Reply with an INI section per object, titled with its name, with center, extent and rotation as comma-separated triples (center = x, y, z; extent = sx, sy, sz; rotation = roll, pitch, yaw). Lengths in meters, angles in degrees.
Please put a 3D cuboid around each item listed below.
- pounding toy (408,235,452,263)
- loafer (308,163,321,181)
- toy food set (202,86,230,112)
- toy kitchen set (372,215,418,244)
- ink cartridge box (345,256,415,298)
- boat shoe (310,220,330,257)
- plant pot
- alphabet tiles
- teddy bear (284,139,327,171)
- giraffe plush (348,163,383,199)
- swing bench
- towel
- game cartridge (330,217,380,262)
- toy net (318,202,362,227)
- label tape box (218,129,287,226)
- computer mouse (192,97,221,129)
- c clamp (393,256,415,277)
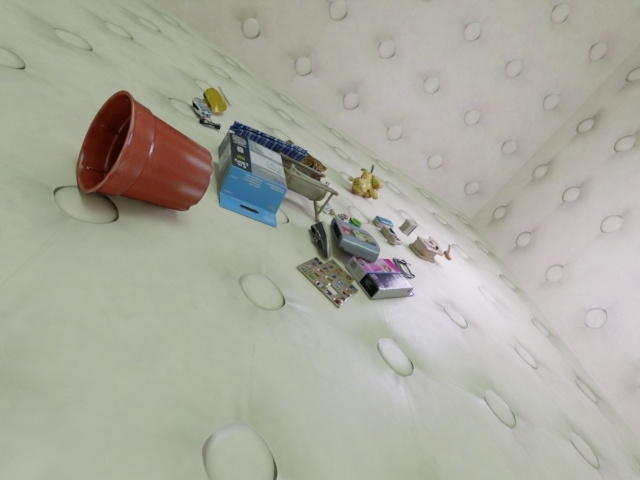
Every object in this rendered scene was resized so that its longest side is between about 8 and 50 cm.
[pounding toy]
center = 0.640, 0.022, 2.332
extent = 0.269, 0.155, 0.154
rotation = 18, 35, -38
[loafer]
center = -0.021, -0.306, 2.013
extent = 0.080, 0.078, 0.220
rotation = 44, -1, 16
[toy food set]
center = -0.543, -0.699, 2.080
extent = 0.128, 0.071, 0.218
rotation = 57, 21, -18
[toy kitchen set]
center = 0.412, -0.087, 2.192
extent = 0.122, 0.166, 0.207
rotation = 15, 33, -42
[ink cartridge box]
center = 0.270, 0.154, 1.701
extent = 0.370, 0.069, 0.176
rotation = 9, 37, -52
[boat shoe]
center = 0.000, 0.000, 1.615
extent = 0.064, 0.075, 0.206
rotation = -9, 39, -2
[plant pot]
center = -0.457, -0.212, 1.111
extent = 0.265, 0.272, 0.272
rotation = 23, 27, -48
[alphabet tiles]
center = 0.038, 0.134, 1.471
extent = 0.198, 0.009, 0.237
rotation = 43, 24, 11
[teddy bear]
center = -0.103, -0.422, 2.172
extent = 0.338, 0.113, 0.245
rotation = 42, 16, 28
[giraffe plush]
center = 0.255, -0.329, 2.429
extent = 0.181, 0.211, 0.170
rotation = 18, 35, 38
[swing bench]
center = -0.096, -0.249, 1.772
extent = 0.253, 0.165, 0.255
rotation = 20, 29, -35
[towel]
center = -0.241, -0.400, 1.781
extent = 0.335, 0.040, 0.243
rotation = 19, -12, -16
[game cartridge]
center = 0.150, -0.005, 1.739
extent = 0.195, 0.060, 0.294
rotation = 27, 16, -15
[toy net]
center = 0.094, -0.132, 1.975
extent = 0.232, 0.045, 0.122
rotation = 31, 25, -15
[label tape box]
center = -0.251, -0.235, 1.535
extent = 0.240, 0.106, 0.334
rotation = 20, 39, -34
[computer mouse]
center = -0.542, -0.589, 1.904
extent = 0.106, 0.042, 0.193
rotation = -2, 51, -49
[c clamp]
center = 0.414, 0.132, 1.986
extent = 0.137, 0.022, 0.161
rotation = 28, 25, -22
